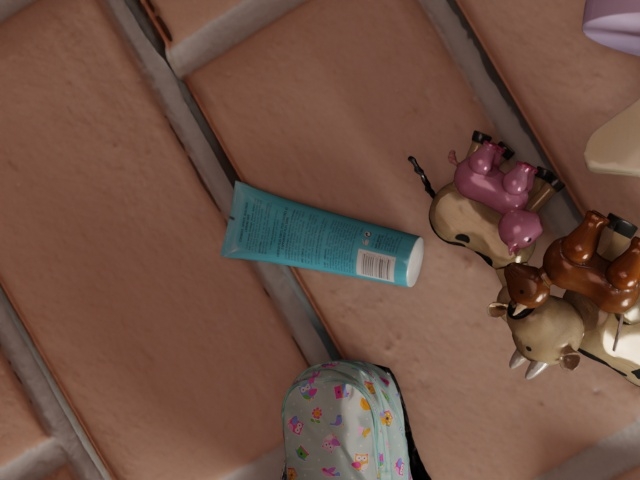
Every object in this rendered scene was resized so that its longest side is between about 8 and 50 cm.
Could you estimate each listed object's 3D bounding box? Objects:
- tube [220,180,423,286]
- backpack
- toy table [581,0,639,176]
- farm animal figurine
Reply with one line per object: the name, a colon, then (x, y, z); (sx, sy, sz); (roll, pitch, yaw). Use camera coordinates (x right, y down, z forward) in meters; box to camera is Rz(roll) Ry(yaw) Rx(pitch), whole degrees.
tube: (0.000, 0.000, 2.022); (0.207, 0.052, 0.080); (13, 93, 16)
backpack: (0.029, 0.209, 1.999); (0.152, 0.115, 0.182); (-4, 92, 15)
toy table: (0.375, -0.131, 1.844); (0.274, 0.252, 0.161); (4, 79, 21)
farm animal figurine: (0.244, 0.053, 1.890); (0.327, 0.330, 0.172); (27, 99, -20)
